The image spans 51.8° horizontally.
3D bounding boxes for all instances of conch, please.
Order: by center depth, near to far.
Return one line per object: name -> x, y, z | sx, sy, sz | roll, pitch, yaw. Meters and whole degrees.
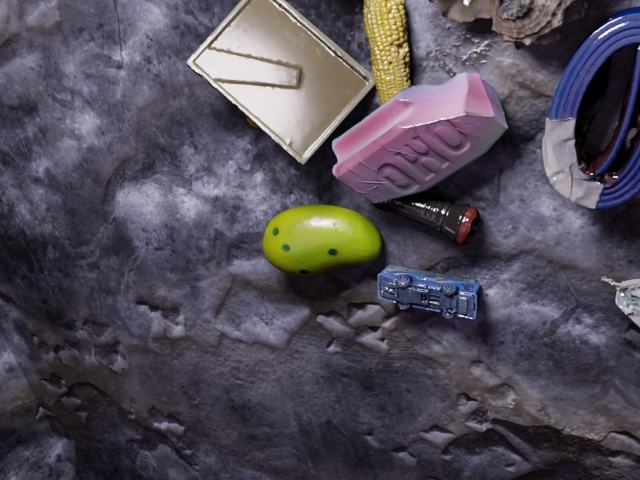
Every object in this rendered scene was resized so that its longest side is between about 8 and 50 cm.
conch -> 0.329, -0.450, 1.148 | 0.312, 0.186, 0.241 | 9, 130, 20

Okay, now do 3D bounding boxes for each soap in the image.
soap -> 0.200, -0.202, 1.321 | 0.192, 0.109, 0.323 | 29, 133, -35

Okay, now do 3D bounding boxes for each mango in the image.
mango -> 0.000, 0.000, 1.561 | 0.293, 0.143, 0.175 | -2, 116, 18

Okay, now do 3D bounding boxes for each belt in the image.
belt -> 0.523, -0.233, 1.177 | 0.212, 0.117, 0.347 | 17, 121, 17

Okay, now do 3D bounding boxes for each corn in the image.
corn -> 0.143, -0.369, 1.328 | 0.086, 0.086, 0.288 | 1, 118, 27

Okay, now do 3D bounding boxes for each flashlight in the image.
flashlight -> 0.228, -0.066, 1.444 | 0.231, 0.093, 0.093 | 23, 123, 22

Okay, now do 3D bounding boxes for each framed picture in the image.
framed picture -> -0.082, -0.356, 1.396 | 0.335, 0.022, 0.247 | 41, 86, 3

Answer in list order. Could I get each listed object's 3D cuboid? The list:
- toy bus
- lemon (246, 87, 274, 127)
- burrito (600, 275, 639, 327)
toy bus -> 0.250, 0.112, 1.512 | 0.236, 0.094, 0.079 | 10, 125, 25
lemon -> -0.113, -0.310, 1.472 | 0.114, 0.114, 0.155 | 46, 131, -1
burrito -> 0.752, 0.194, 1.288 | 0.445, 0.101, 0.139 | 37, 130, 6
